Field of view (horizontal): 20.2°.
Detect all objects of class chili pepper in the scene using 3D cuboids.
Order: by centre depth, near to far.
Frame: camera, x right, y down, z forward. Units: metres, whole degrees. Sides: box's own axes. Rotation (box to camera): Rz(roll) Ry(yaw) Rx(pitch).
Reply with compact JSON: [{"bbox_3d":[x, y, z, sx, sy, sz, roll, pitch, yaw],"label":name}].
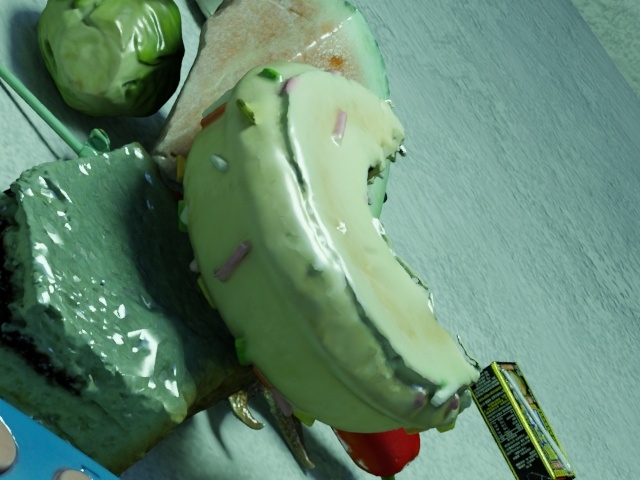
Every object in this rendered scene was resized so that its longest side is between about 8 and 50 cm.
[{"bbox_3d":[0.011,0.114,1.827,0.368,0.092,0.137,62,-15,0],"label":"chili pepper"}]

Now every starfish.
[{"bbox_3d":[-0.066,0.121,1.791,0.238,0.057,0.213,50,18,-12],"label":"starfish"}]

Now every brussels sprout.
[{"bbox_3d":[-0.219,-0.209,1.868,0.180,0.143,0.161,-9,99,-77],"label":"brussels sprout"}]

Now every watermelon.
[{"bbox_3d":[-0.037,-0.112,1.848,0.250,0.283,0.292,17,36,-4],"label":"watermelon"}]

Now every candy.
[{"bbox_3d":[-0.230,-0.080,1.775,0.287,0.084,0.078,44,48,4],"label":"candy"}]

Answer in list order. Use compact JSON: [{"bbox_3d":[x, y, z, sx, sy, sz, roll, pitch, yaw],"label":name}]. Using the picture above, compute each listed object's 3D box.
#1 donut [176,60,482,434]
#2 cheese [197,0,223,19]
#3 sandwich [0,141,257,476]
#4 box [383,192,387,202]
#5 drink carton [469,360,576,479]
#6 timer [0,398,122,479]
[{"bbox_3d":[-0.002,0.005,1.632,0.307,0.150,0.371,26,42,-53],"label":"donut"},{"bbox_3d":[-0.078,-0.352,2.286,0.154,0.189,0.198,24,17,15],"label":"cheese"},{"bbox_3d":[-0.195,0.059,1.547,0.262,0.131,0.325,56,25,2],"label":"sandwich"},{"bbox_3d":[0.001,-0.130,2.278,0.212,0.042,0.201,14,47,-55],"label":"box"},{"bbox_3d":[0.250,0.232,2.222,0.071,0.056,0.166,4,54,-57],"label":"drink carton"},{"bbox_3d":[-0.211,0.268,1.249,0.340,0.115,0.309,39,26,-29],"label":"timer"}]
